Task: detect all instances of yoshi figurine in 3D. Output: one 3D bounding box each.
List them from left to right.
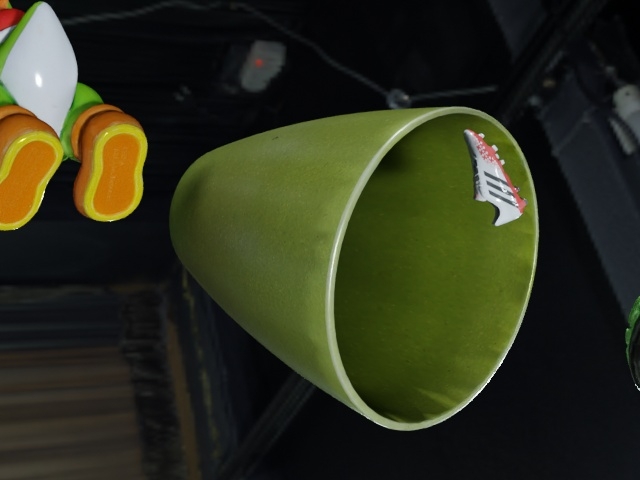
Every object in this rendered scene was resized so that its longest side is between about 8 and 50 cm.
[{"bbox_3d":[-0.326,-0.123,1.047,0.362,0.203,0.204,44,-14,37],"label":"yoshi figurine"}]

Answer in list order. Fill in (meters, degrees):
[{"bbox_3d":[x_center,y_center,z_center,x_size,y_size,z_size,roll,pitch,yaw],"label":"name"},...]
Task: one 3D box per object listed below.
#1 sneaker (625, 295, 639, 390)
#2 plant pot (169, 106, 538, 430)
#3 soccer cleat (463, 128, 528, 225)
[{"bbox_3d":[0.508,0.108,1.282,0.483,0.185,0.202,108,-20,-57],"label":"sneaker"},{"bbox_3d":[0.000,0.000,1.010,0.293,0.274,0.275,14,-77,43],"label":"plant pot"},{"bbox_3d":[0.134,-0.051,0.886,0.083,0.035,0.029,57,-2,-7],"label":"soccer cleat"}]
